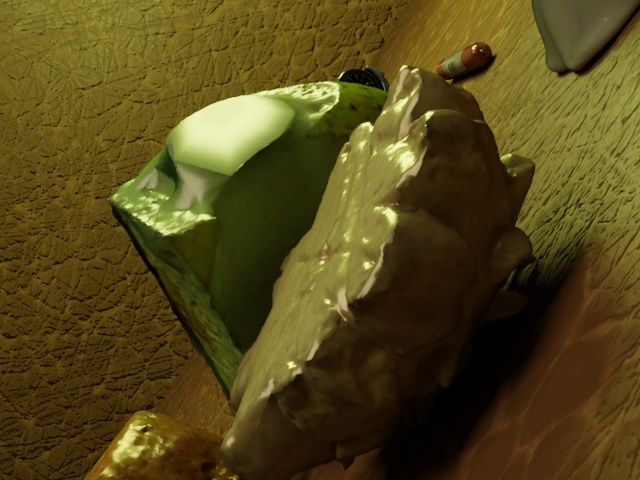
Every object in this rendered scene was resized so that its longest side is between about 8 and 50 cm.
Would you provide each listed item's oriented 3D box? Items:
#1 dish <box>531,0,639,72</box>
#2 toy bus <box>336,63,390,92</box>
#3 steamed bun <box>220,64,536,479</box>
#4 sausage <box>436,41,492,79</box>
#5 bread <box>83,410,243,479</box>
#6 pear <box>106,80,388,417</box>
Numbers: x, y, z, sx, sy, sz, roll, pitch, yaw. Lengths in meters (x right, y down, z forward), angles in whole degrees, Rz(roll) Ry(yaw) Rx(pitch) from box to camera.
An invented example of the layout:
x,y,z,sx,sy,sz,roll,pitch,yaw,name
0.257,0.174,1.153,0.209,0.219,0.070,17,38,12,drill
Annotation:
x,y,z,sx,sy,sz,roll,pitch,yaw,name
0.230,-0.248,1.094,0.229,0.081,0.229,-56,7,11,dish
0.028,-0.050,1.454,0.292,0.133,0.125,-65,4,-34,toy bus
0.047,0.042,0.894,0.295,0.137,0.292,-68,13,-16,steamed bun
0.171,-0.215,1.596,0.029,0.029,0.223,-58,7,-2,sausage
-0.168,0.291,1.131,0.312,0.172,0.312,-58,4,6,bread
0.000,0.000,1.134,0.282,0.286,0.176,-36,25,-20,pear
